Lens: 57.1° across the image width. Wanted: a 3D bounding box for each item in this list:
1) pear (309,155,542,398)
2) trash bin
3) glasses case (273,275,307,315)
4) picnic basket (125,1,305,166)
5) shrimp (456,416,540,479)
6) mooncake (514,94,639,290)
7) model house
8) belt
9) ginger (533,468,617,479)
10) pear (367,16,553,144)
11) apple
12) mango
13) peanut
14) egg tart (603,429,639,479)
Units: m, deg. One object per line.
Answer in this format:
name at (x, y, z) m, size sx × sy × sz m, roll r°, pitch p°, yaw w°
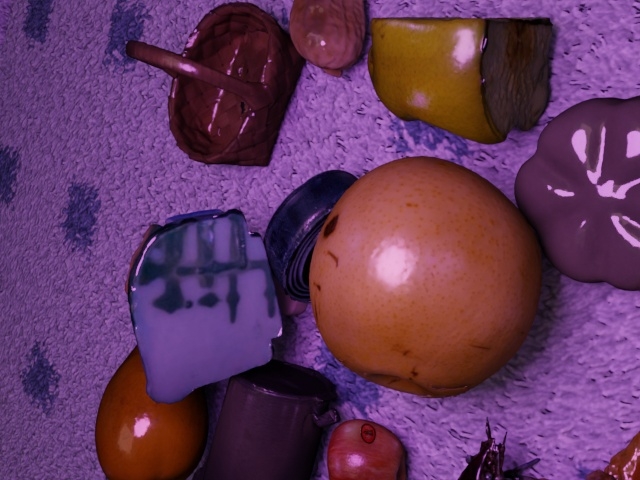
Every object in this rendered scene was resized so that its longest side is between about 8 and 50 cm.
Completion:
pear at (0.149, 0.057, 0.862) m, size 0.348 × 0.348 × 0.349 m, roll -3°, pitch 85°, yaw 36°
trash bin at (-0.107, 0.390, 1.107) m, size 0.252 × 0.203 × 0.302 m, roll 18°, pitch 97°, yaw 29°
glasses case at (-0.110, 0.097, 1.225) m, size 0.196 × 0.050 × 0.083 m, roll 17°, pitch 99°, yaw 36°
picnic basket at (-0.227, -0.325, 1.179) m, size 0.293 × 0.337 × 0.337 m, roll 27°, pitch 102°, yaw 34°
shrimp at (0.245, 0.473, 0.882) m, size 0.221 × 0.166 × 0.411 m, roll 24°, pitch 97°, yaw 62°
mooncake at (0.396, -0.064, 0.791) m, size 0.275 × 0.135 × 0.275 m, roll 11°, pitch 105°, yaw 47°
model house at (-0.248, 0.094, 1.119) m, size 0.329 × 0.251 × 0.295 m, roll -167°, pitch 64°, yaw -68°
belt at (0.000, 0.000, 1.057) m, size 0.116 × 0.206 × 0.268 m, roll 52°, pitch 125°, yaw 34°
ginger at (0.371, 0.363, 0.701) m, size 0.290 × 0.084 × 0.122 m, roll 20°, pitch 116°, yaw 62°
pear at (0.185, -0.259, 0.917) m, size 0.281 × 0.286 × 0.176 m, roll 18°, pitch 117°, yaw 35°
apple at (0.080, 0.386, 1.013) m, size 0.130 × 0.146 × 0.147 m, roll 0°, pitch 87°, yaw 13°
mango at (-0.345, 0.348, 1.239) m, size 0.378 × 0.221 × 0.264 m, roll -102°, pitch 13°, yaw -57°
peanut at (0.013, -0.457, 1.122) m, size 0.159 × 0.143 × 0.291 m, roll 0°, pitch 81°, yaw 45°
egg tart at (0.504, 0.353, 0.682) m, size 0.352 × 0.153 × 0.339 m, roll -60°, pitch 30°, yaw 6°
